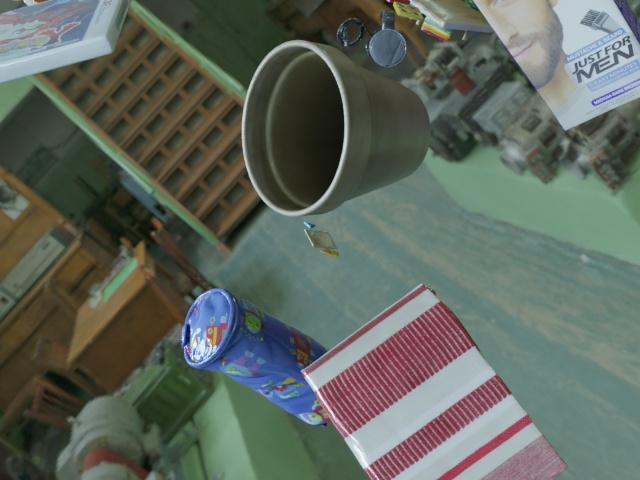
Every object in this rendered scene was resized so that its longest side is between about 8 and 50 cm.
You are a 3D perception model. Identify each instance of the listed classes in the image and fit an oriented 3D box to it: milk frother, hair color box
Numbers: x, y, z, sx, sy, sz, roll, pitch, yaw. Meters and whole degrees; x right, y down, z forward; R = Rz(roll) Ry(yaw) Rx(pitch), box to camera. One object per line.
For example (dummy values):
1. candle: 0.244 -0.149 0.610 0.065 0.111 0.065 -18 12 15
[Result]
1. milk frother: 0.118 -0.464 1.828 0.143 0.129 0.135 -16 14 4
2. hair color box: 0.412 -0.363 1.313 0.185 0.339 0.110 -25 33 35

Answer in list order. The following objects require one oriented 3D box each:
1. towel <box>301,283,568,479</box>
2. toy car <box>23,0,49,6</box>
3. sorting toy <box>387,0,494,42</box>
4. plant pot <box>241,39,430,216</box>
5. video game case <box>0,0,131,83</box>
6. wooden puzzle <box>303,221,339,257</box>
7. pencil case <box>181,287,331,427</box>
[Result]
1. towel: 0.157 0.257 1.122 0.237 0.329 0.037 -36 -13 0
2. toy car: -0.502 -0.499 1.468 0.238 0.210 0.219 -38 -19 -49
3. sorting toy: 0.224 -0.407 1.443 0.132 0.275 0.046 52 134 38
4. plant pot: 0.052 -0.211 1.510 0.280 0.323 0.323 -5 -12 -38
5. video game case: -0.313 -0.227 0.864 0.201 0.023 0.183 -14 36 5
6. wooden puzzle: 0.000 0.000 1.889 0.014 0.079 0.116 -62 30 29
7. pencil case: -0.078 0.185 1.203 0.133 0.306 0.119 -28 46 28
